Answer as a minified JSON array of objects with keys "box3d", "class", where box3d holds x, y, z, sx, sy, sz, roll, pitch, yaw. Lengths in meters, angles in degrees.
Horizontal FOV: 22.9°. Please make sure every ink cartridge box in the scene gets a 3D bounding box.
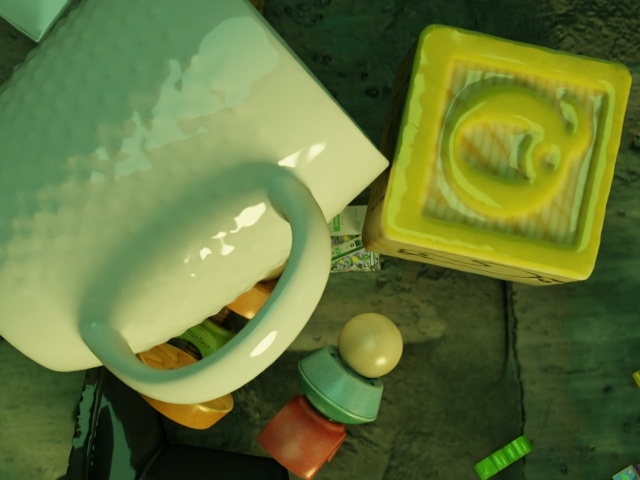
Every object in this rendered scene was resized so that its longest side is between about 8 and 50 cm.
[{"box3d":[0.000,0.000,1.536,0.115,0.029,0.063,-2,84,6],"class":"ink cartridge box"}]

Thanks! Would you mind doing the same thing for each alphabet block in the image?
[{"box3d":[0.152,-0.071,1.426,0.192,0.197,0.193,10,86,-2],"class":"alphabet block"}]

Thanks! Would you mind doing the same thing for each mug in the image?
[{"box3d":[-0.130,-0.028,1.304,0.328,0.276,0.374,-42,51,5],"class":"mug"}]

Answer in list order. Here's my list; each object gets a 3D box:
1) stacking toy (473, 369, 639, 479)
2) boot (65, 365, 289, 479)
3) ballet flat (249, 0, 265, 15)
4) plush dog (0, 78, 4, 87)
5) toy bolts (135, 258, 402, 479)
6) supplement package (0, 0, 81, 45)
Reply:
[{"box3d":[0.280,0.225,1.470,0.221,0.052,0.167,-31,79,5],"class":"stacking toy"},{"box3d":[-0.131,0.201,1.502,0.207,0.094,0.246,9,71,-3],"class":"boot"},{"box3d":[-0.131,-0.146,1.525,0.123,0.123,0.348,13,86,8],"class":"ballet flat"},{"box3d":[-0.337,-0.046,1.508,0.210,0.262,0.225,13,96,-25],"class":"plush dog"},{"box3d":[-0.041,0.096,1.446,0.228,0.218,0.158,36,103,2],"class":"toy bolts"},{"box3d":[-0.222,-0.333,1.524,0.175,0.177,0.293,38,90,9],"class":"supplement package"}]
